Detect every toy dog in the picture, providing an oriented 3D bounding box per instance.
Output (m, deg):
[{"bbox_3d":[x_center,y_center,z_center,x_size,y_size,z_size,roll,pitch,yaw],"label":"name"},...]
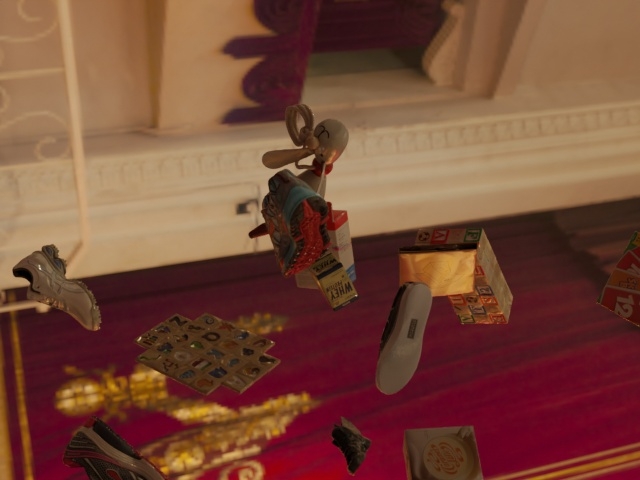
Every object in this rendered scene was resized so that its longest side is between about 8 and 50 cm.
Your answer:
[{"bbox_3d":[-0.060,-0.105,2.049,0.220,0.161,0.333,32,-51,41],"label":"toy dog"}]

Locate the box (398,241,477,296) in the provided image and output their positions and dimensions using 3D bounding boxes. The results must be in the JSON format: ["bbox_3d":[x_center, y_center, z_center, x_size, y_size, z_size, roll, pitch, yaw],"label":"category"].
[{"bbox_3d":[0.249,0.065,2.102,0.201,0.165,0.021,81,6,-59],"label":"box"}]

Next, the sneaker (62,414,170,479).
[{"bbox_3d":[-0.383,0.483,1.979,0.299,0.112,0.121,33,-19,20],"label":"sneaker"}]

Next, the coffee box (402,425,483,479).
[{"bbox_3d":[0.244,0.492,1.910,0.098,0.141,0.246,89,-3,-49],"label":"coffee box"}]

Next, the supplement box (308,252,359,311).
[{"bbox_3d":[0.024,0.080,1.904,0.083,0.056,0.083,63,-6,-19],"label":"supplement box"}]

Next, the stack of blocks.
[{"bbox_3d":[0.365,0.095,2.515,0.297,0.171,0.087,58,41,-43],"label":"stack of blocks"}]

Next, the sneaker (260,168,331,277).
[{"bbox_3d":[-0.049,-0.037,1.792,0.125,0.104,0.262,51,-24,24],"label":"sneaker"}]

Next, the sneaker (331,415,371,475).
[{"bbox_3d":[0.056,0.431,2.083,0.051,0.089,0.170,-59,175,17],"label":"sneaker"}]

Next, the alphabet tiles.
[{"bbox_3d":[-0.289,0.282,2.505,0.343,0.285,0.011,20,-59,26],"label":"alphabet tiles"}]

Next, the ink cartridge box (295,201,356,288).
[{"bbox_3d":[0.000,0.000,2.391,0.134,0.078,0.231,4,-66,28],"label":"ink cartridge box"}]

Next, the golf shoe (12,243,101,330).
[{"bbox_3d":[-0.418,0.088,1.560,0.176,0.086,0.069,43,-41,24],"label":"golf shoe"}]

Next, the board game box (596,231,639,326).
[{"bbox_3d":[0.532,0.096,1.412,0.259,0.039,0.124,34,-79,41],"label":"board game box"}]

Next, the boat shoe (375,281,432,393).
[{"bbox_3d":[0.153,0.187,1.948,0.076,0.080,0.228,19,-84,67],"label":"boat shoe"}]
